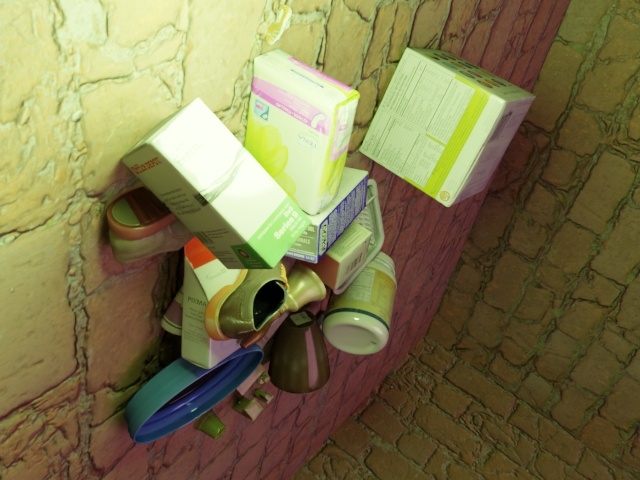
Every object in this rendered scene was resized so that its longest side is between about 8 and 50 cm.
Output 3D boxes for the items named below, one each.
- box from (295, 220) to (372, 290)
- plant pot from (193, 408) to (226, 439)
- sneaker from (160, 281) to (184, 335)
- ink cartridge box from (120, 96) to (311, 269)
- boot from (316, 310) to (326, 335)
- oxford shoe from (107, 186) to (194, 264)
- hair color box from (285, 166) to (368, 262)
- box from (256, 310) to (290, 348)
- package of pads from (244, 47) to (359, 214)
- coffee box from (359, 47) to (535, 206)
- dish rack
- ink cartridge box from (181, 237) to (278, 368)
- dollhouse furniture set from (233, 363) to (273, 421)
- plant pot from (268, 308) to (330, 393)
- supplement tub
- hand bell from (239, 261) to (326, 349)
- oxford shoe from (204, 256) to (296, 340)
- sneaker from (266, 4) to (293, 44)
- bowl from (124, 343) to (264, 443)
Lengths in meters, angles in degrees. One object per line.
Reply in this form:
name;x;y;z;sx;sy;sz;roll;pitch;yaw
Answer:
box;0.000;0.000;1.842;0.148;0.232;0.127;-41;153;-35
plant pot;-0.342;0.584;2.130;0.083;0.079;0.083;-46;157;-27
sneaker;-0.261;0.151;1.682;0.161;0.102;0.282;-64;158;8
ink cartridge box;-0.185;-0.088;1.177;0.121;0.289;0.211;-50;-159;-21
boot;-0.028;0.380;2.548;0.209;0.076;0.190;-56;162;-22
oxford shoe;-0.273;-0.059;1.356;0.348;0.123;0.130;-24;146;-38
hair color box;-0.025;-0.081;1.636;0.339;0.185;0.110;-46;144;-56
box;-0.147;0.190;1.980;0.275;0.094;0.113;-53;158;-13
package of pads;-0.046;-0.224;1.442;0.101;0.229;0.297;-37;152;-40
coffee box;0.380;-0.351;2.029;0.337;0.334;0.338;-22;142;-57
dish rack;0.085;-0.017;2.152;0.285;0.072;0.333;-47;144;-26
ink cartridge box;-0.192;0.063;1.579;0.308;0.091;0.385;-29;131;-58
dollhouse furniture set;-0.250;0.486;2.262;0.144;0.123;0.151;-47;122;-24
plant pot;-0.070;0.353;2.263;0.215;0.215;0.231;-33;134;-46
supplement tub;0.141;0.206;2.323;0.228;0.228;0.316;93;9;-51
hand bell;-0.106;0.175;1.632;0.242;0.126;0.126;-46;156;-32
oxford shoe;-0.114;0.100;1.530;0.364;0.132;0.130;-57;134;-47
sneaker;-0.078;-0.429;1.358;0.083;0.032;0.037;-60;158;8
bowl;-0.326;0.375;1.742;0.391;0.077;0.391;-34;163;-12
